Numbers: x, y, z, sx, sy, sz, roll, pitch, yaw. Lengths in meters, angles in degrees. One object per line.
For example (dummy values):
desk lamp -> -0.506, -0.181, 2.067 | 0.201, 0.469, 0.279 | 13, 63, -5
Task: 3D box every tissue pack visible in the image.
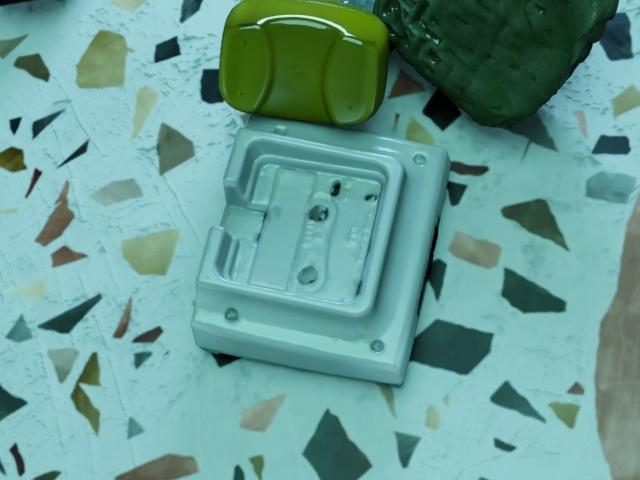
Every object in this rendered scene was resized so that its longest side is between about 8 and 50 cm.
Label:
tissue pack -> -0.016, -0.194, 1.482 | 0.178, 0.123, 0.127 | 8, 28, 4

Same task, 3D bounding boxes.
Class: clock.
clock -> 0.000, 0.000, 1.449 | 0.231, 0.116, 0.262 | 10, 70, 11

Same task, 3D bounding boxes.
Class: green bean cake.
green bean cake -> 0.184, -0.249, 1.457 | 0.227, 0.222, 0.125 | 41, 47, 10

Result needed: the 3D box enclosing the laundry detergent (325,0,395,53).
laundry detergent -> 0.034, -0.316, 1.600 | 0.144, 0.078, 0.222 | 7, 65, 1
